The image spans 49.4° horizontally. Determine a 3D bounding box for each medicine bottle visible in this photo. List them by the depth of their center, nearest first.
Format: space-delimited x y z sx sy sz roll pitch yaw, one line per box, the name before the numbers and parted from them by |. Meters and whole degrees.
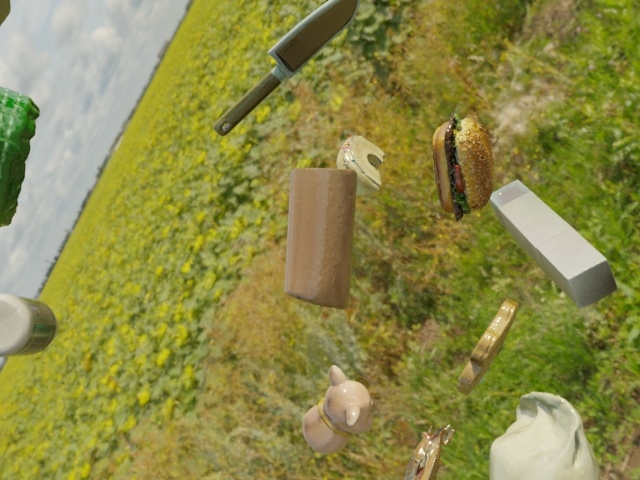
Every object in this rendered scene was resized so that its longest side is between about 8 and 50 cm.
medicine bottle | -0.538 0.153 1.241 0.191 0.106 0.107 109 -175 -81

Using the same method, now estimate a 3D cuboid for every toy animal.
toy animal | 0.041 0.459 1.809 0.165 0.149 0.248 54 130 32

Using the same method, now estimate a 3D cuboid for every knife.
knife | -0.058 -0.298 1.151 0.343 0.061 0.027 -39 36 13

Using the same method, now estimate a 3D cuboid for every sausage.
sausage | 0.000 0.000 1.235 0.123 0.123 0.253 -171 83 -71

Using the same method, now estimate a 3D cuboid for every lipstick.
lipstick | 0.426 -0.005 1.317 0.079 0.076 0.371 -28 27 5

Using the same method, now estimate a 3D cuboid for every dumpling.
dumpling | 0.280 0.317 0.922 0.179 0.131 0.252 -159 76 -76

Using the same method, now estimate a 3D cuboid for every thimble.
thimble | -0.312 -0.077 0.629 0.130 0.090 0.118 -63 30 27

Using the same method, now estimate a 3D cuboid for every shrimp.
shrimp | 0.171 0.366 1.095 0.188 0.051 0.132 -64 1 -39

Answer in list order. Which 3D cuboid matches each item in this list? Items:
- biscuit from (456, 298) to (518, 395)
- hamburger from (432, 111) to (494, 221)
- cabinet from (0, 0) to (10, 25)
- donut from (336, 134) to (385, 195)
biscuit | 0.278 0.189 1.164 0.166 0.036 0.226 -50 -19 -30
hamburger | 0.242 -0.128 1.152 0.087 0.166 0.137 -3 32 21
cabinet | -0.501 -0.320 0.820 0.150 0.205 0.145 114 167 -49
donut | 0.080 -0.163 1.479 0.065 0.108 0.166 -43 16 32
